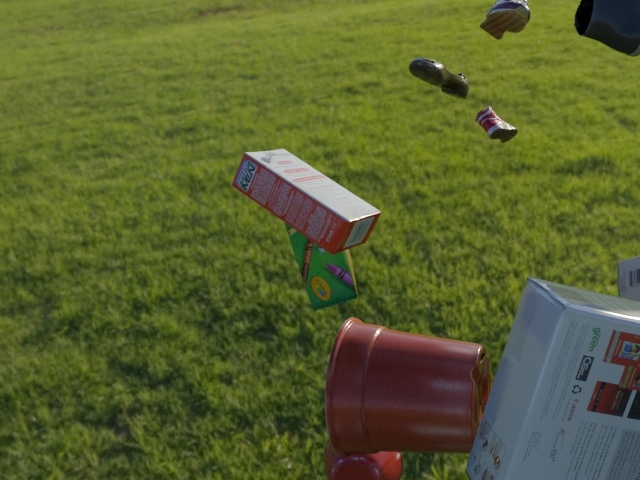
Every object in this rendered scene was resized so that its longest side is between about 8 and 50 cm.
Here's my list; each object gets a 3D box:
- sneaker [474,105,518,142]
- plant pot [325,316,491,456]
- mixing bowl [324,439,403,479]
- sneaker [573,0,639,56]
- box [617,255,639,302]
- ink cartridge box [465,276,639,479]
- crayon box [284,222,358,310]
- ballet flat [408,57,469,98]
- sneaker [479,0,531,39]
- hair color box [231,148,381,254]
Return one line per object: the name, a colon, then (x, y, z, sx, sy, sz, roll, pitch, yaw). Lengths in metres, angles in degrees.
sneaker: (0.357, -0.237, 1.532, 0.042, 0.067, 0.118, -45, -23, 26)
plant pot: (0.179, 0.289, 1.437, 0.265, 0.273, 0.272, 1, 26, 21)
mixing bowl: (0.085, 0.504, 1.648, 0.181, 0.182, 0.098, -5, 7, 15)
sneaker: (0.499, -0.427, 1.270, 0.118, 0.222, 0.083, 14, -22, -14)
box: (0.883, 0.126, 1.815, 0.311, 0.121, 0.148, 15, -22, -26)
ink cartridge box: (0.382, 0.237, 1.030, 0.271, 0.310, 0.130, 13, 12, -10)
crayon box: (0.000, 0.000, 1.339, 0.081, 0.165, 0.278, -17, 13, 3)
ballet flat: (0.289, -0.395, 1.788, 0.084, 0.058, 0.249, 23, 7, 37)
sneaker: (0.361, -0.441, 1.428, 0.084, 0.069, 0.185, -58, 10, 3)
hair color box: (-0.018, -0.052, 0.950, 0.167, 0.053, 0.093, 36, 25, 20)
